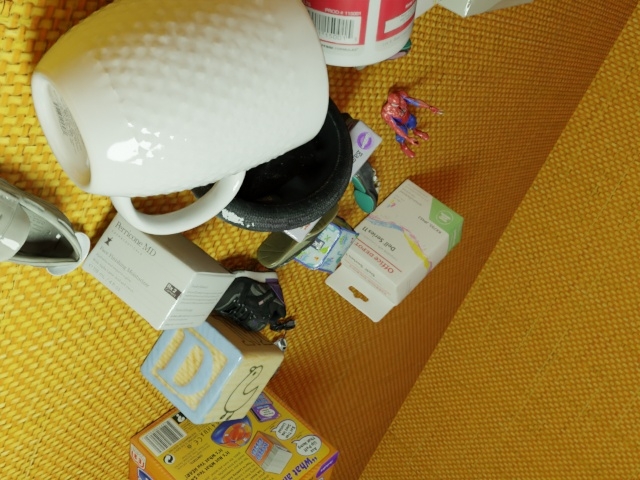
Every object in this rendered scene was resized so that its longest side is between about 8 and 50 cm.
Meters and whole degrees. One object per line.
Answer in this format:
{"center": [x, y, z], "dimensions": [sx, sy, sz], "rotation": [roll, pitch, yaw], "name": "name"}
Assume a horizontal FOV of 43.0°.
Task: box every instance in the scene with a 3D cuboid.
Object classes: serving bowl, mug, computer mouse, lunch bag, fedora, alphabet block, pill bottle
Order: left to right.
{"center": [-0.414, 0.015, 1.310], "dimensions": [0.083, 0.027, 0.083], "rotation": [-41, 154, -25], "name": "serving bowl"}
{"center": [-0.201, -0.166, 1.134], "dimensions": [0.328, 0.276, 0.374], "rotation": [-27, 140, -29], "name": "mug"}
{"center": [-0.233, 0.265, 1.770], "dimensions": [0.192, 0.193, 0.197], "rotation": [-55, 156, 10], "name": "alphabet block"}
{"center": [-0.113, -0.147, 1.424], "dimensions": [0.334, 0.334, 0.152], "rotation": [-36, -176, -32], "name": "fedora"}
{"center": [-0.126, 0.293, 2.183], "dimensions": [0.106, 0.042, 0.193], "rotation": [-16, 132, -60], "name": "computer mouse"}
{"center": [0.000, 0.000, 1.958], "dimensions": [0.151, 0.096, 0.129], "rotation": [20, 109, -48], "name": "lunch bag"}
{"center": [0.050, -0.486, 1.219], "dimensions": [0.229, 0.229, 0.407], "rotation": [-38, 152, -29], "name": "pill bottle"}

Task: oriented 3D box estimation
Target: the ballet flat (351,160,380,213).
{"center": [0.116, -0.137, 2.002], "dimensions": [0.074, 0.074, 0.203], "rotation": [-48, 153, -11], "name": "ballet flat"}

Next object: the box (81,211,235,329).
{"center": [-0.273, 0.053, 1.396], "dimensions": [0.119, 0.181, 0.182], "rotation": [-56, 165, 5], "name": "box"}

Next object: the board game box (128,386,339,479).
{"center": [-0.228, 0.608, 2.036], "dimensions": [0.356, 0.356, 0.356], "rotation": [-32, 148, -38], "name": "board game box"}

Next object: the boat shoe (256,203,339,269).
{"center": [-0.051, -0.016, 1.861], "dimensions": [0.223, 0.080, 0.073], "rotation": [-41, 163, -8], "name": "boat shoe"}

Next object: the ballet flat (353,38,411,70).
{"center": [0.104, -0.385, 1.654], "dimensions": [0.079, 0.077, 0.221], "rotation": [-41, 167, 36], "name": "ballet flat"}

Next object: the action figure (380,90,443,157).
{"center": [0.229, -0.269, 1.950], "dimensions": [0.091, 0.139, 0.280], "rotation": [-53, 153, -2], "name": "action figure"}

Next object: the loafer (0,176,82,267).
{"center": [-0.441, -0.030, 1.098], "dimensions": [0.112, 0.111, 0.319], "rotation": [-55, 156, 5], "name": "loafer"}

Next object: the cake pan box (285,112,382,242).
{"center": [-0.012, -0.132, 1.607], "dimensions": [0.070, 0.246, 0.267], "rotation": [39, 89, -21], "name": "cake pan box"}

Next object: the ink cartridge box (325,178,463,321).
{"center": [0.194, 0.025, 2.185], "dimensions": [0.353, 0.207, 0.119], "rotation": [-44, 156, -21], "name": "ink cartridge box"}

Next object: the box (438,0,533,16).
{"center": [0.353, -0.578, 1.737], "dimensions": [0.311, 0.148, 0.121], "rotation": [-25, 144, -44], "name": "box"}

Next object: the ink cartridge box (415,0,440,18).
{"center": [0.129, -0.491, 1.513], "dimensions": [0.255, 0.097, 0.188], "rotation": [-41, 153, -27], "name": "ink cartridge box"}

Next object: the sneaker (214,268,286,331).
{"center": [-0.160, 0.136, 1.764], "dimensions": [0.107, 0.124, 0.283], "rotation": [-30, 165, 28], "name": "sneaker"}
